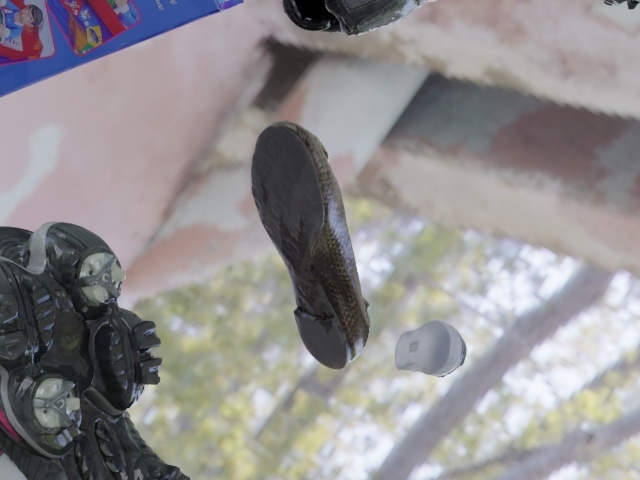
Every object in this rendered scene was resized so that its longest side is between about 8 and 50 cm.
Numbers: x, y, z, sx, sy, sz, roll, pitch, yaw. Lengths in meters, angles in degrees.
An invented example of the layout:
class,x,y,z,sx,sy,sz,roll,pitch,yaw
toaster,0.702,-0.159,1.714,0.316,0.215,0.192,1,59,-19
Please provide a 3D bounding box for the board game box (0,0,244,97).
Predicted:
class,x,y,z,sx,sy,sz,roll,pitch,yaw
board game box,-0.229,-0.286,1.312,0.078,0.233,0.347,-52,122,-75

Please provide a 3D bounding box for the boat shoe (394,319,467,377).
class,x,y,z,sx,sy,sz,roll,pitch,yaw
boat shoe,0.105,0.098,1.630,0.040,0.049,0.142,12,-6,-14

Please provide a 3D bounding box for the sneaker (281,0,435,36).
class,x,y,z,sx,sy,sz,roll,pitch,yaw
sneaker,0.005,-0.251,1.589,0.097,0.135,0.276,56,-6,-37

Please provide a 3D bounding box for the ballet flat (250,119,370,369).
class,x,y,z,sx,sy,sz,roll,pitch,yaw
ballet flat,0.000,0.000,1.583,0.084,0.058,0.250,16,-47,40

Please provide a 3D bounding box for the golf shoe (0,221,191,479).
class,x,y,z,sx,sy,sz,roll,pitch,yaw
golf shoe,-0.124,0.124,0.870,0.120,0.105,0.273,-2,-77,43

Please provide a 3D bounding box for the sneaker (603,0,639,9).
class,x,y,z,sx,sy,sz,roll,pitch,yaw
sneaker,0.170,-0.214,1.215,0.085,0.086,0.237,32,6,-28
